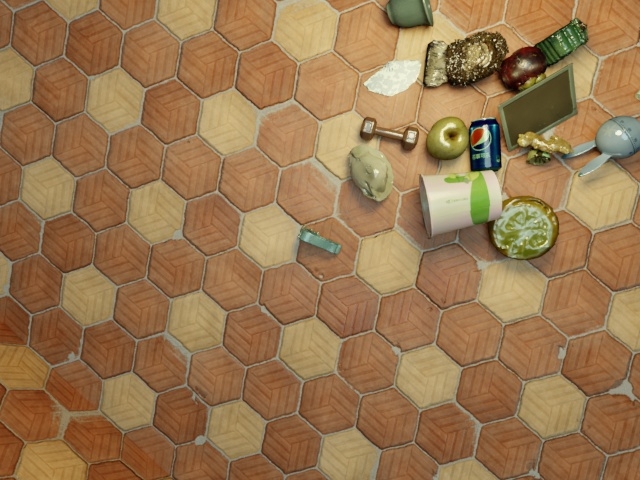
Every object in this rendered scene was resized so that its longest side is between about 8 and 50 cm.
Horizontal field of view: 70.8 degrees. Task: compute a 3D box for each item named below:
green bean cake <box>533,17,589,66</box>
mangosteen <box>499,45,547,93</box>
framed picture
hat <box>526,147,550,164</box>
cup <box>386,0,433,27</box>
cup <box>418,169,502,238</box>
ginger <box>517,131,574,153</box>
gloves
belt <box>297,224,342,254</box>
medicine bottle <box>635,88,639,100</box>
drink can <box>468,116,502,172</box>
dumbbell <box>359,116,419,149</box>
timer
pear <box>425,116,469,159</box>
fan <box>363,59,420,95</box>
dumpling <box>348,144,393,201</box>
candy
[{"bbox_3d":[0.903,-0.734,1.634,0.193,0.208,0.107,-31,93,9],"label":"green bean cake"},{"bbox_3d":[0.764,-0.626,1.678,0.166,0.166,0.180,-30,86,7],"label":"mangosteen"},{"bbox_3d":[0.816,-0.493,1.690,0.293,0.018,0.231,-29,131,8],"label":"framed picture"},{"bbox_3d":[0.840,-0.329,1.737,0.077,0.076,0.059,8,75,0],"label":"hat"},{"bbox_3d":[0.332,-0.889,1.711,0.150,0.199,0.199,-12,93,25],"label":"cup"},{"bbox_3d":[0.519,-0.146,1.692,0.274,0.253,0.253,-8,93,8],"label":"cup"},{"bbox_3d":[0.855,-0.368,1.693,0.176,0.193,0.052,39,139,38],"label":"ginger"},{"bbox_3d":[0.547,-0.687,1.706,0.312,0.135,0.210,9,74,26],"label":"gloves"},{"bbox_3d":[-0.002,0.004,1.860,0.179,0.100,0.065,24,96,-12],"label":"belt"},{"bbox_3d":[1.230,-0.569,1.690,0.047,0.047,0.083,42,97,2],"label":"medicine bottle"},{"bbox_3d":[0.634,-0.364,1.735,0.118,0.118,0.204,-4,93,6],"label":"drink can"},{"bbox_3d":[0.274,-0.424,1.785,0.231,0.082,0.092,15,97,5],"label":"dumbbell"},{"bbox_3d":[1.080,-0.347,1.689,0.175,0.175,0.255,39,125,2],"label":"timer"},{"bbox_3d":[0.491,-0.393,1.739,0.167,0.136,0.167,0,94,2],"label":"pear"},{"bbox_3d":[0.292,-0.651,1.802,0.240,0.009,0.131,-20,93,7],"label":"fan"},{"bbox_3d":[0.215,-0.277,1.794,0.172,0.142,0.247,-22,85,-28],"label":"dumpling"},{"bbox_3d":[0.782,-0.049,1.744,0.260,0.118,0.259,1,94,9],"label":"candy"}]
